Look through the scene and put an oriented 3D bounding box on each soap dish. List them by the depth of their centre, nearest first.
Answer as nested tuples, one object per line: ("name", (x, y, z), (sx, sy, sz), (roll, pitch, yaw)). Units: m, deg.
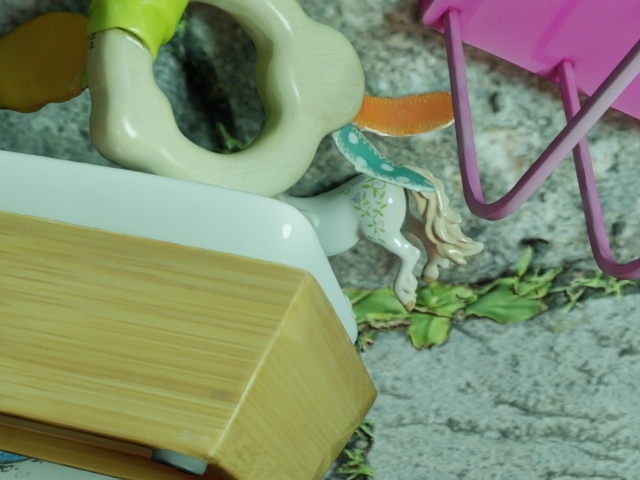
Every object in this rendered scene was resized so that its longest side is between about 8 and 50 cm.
("soap dish", (-0.130, 0.048, 0.602), (0.291, 0.118, 0.229), (10, 162, 13))

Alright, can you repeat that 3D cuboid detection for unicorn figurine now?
("unicorn figurine", (0.000, 0.000, 0.693), (0.162, 0.060, 0.111), (-27, 118, 6))

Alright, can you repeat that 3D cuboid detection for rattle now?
("rattle", (-0.048, -0.063, 0.618), (0.200, 0.130, 0.143), (3, 154, -42))

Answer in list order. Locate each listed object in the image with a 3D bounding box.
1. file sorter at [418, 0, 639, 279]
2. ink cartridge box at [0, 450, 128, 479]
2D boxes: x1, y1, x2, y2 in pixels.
("file sorter", (0.222, -0.071, 0.526), (0.291, 0.182, 0.202), (20, 133, -19))
("ink cartridge box", (-0.174, 0.179, 0.746), (0.168, 0.232, 0.171), (-5, 135, 2))
